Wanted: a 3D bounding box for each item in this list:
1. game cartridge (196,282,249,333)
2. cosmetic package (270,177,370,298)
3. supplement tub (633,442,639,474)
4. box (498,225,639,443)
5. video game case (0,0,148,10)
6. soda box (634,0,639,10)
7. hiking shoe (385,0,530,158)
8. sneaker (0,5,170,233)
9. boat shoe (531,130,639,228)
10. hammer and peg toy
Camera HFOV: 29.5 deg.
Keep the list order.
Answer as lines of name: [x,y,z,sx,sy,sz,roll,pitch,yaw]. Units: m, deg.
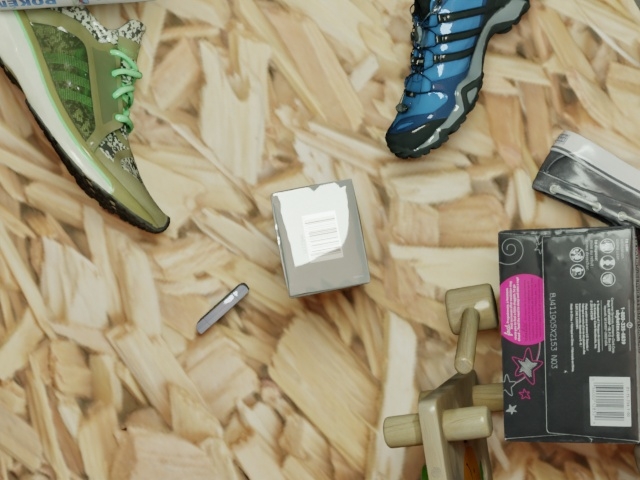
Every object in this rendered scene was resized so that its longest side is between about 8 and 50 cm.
game cartridge: [-0.126,0.085,1.552,0.083,0.056,0.017,-42,97,-1]
cosmetic package: [0.000,0.000,1.465,0.107,0.238,0.127,-11,87,-3]
supplement tub: [0.564,0.253,1.487,0.316,0.193,0.194,-31,90,-1]
box: [0.306,0.108,1.447,0.163,0.142,0.247,-2,90,19]
video game case: [-0.347,-0.420,1.492,0.299,0.036,0.329,-4,61,0]
soda box: [0.430,-0.363,1.539,0.091,0.098,0.286,-31,90,0]
hiking shoe: [0.146,-0.248,1.514,0.132,0.113,0.304,34,79,-27]
sneaker: [-0.280,-0.201,1.515,0.182,0.158,0.410,-32,92,-9]
boat shoe: [0.409,-0.021,1.532,0.301,0.108,0.102,32,89,2]
hammer and peg toy: [0.161,0.243,1.453,0.127,0.266,0.361,-9,91,18]
